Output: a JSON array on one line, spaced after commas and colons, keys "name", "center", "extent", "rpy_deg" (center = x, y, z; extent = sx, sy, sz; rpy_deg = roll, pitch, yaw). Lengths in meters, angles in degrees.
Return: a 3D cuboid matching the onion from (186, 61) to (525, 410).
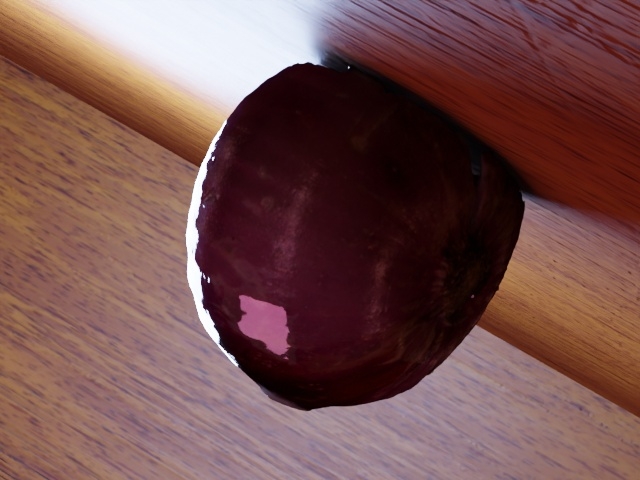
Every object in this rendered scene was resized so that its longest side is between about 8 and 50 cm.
[{"name": "onion", "center": [0.012, 0.006, 0.952], "extent": [0.200, 0.201, 0.207], "rpy_deg": [30, 171, 3]}]
